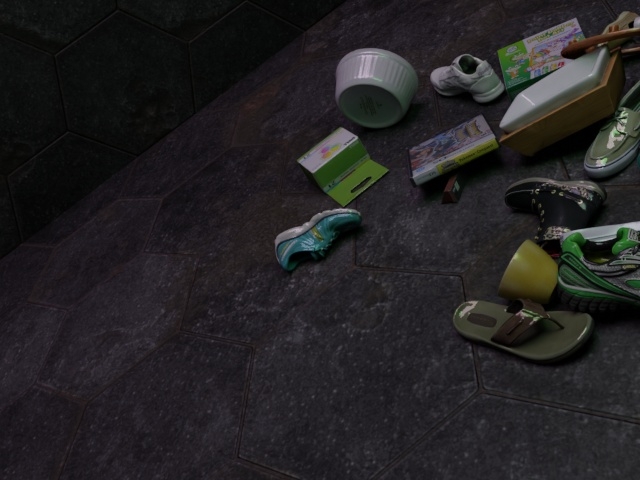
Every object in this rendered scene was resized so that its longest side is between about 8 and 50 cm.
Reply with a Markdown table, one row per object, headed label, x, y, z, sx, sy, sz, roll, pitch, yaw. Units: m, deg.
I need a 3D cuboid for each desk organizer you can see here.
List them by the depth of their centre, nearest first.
| label | x | y | z | sx | sy | sz | roll | pitch | yaw |
| --- | --- | --- | --- | --- | --- | --- | --- | --- | --- |
| desk organizer | 0.354 | -0.159 | 1.826 | 0.050 | 0.047 | 0.130 | -6 | 43 | 39 |

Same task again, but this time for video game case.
| label | x | y | z | sx | sy | sz | roll | pitch | yaw |
| --- | --- | --- | --- | --- | --- | --- | --- | --- | --- |
| video game case | 0.358 | -0.256 | 1.893 | 0.248 | 0.035 | 0.275 | -25 | 20 | 15 |

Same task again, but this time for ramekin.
| label | x | y | z | sx | sy | sz | roll | pitch | yaw |
| --- | --- | --- | --- | --- | --- | --- | --- | --- | --- |
| ramekin | 0.173 | -0.476 | 2.196 | 0.273 | 0.273 | 0.127 | -7 | 55 | 35 |

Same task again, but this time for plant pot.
| label | x | y | z | sx | sy | sz | roll | pitch | yaw |
| --- | --- | --- | --- | --- | --- | --- | --- | --- | --- |
| plant pot | 0.441 | 0.078 | 1.402 | 0.095 | 0.134 | 0.134 | 28 | 65 | 25 |

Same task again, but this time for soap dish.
| label | x | y | z | sx | sy | sz | roll | pitch | yaw |
| --- | --- | --- | --- | --- | --- | --- | --- | --- | --- |
| soap dish | 0.603 | -0.340 | 1.686 | 0.291 | 0.118 | 0.229 | -28 | 17 | 43 |

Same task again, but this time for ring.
| label | x | y | z | sx | sy | sz | roll | pitch | yaw |
| --- | --- | --- | --- | --- | --- | --- | --- | --- | --- |
| ring | 0.779 | -0.505 | 1.712 | 0.337 | 0.032 | 0.336 | -6 | 3 | 0 |

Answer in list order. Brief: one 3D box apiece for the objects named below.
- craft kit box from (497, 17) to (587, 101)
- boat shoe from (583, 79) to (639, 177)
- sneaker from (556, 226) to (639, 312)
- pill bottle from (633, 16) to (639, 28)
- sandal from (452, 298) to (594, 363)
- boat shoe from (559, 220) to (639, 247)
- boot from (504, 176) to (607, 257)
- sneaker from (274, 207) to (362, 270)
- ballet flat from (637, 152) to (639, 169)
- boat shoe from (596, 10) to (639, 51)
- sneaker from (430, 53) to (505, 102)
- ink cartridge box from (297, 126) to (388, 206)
| label | x | y | z | sx | sy | sz | roll | pitch | yaw |
| --- | --- | --- | --- | --- | --- | --- | --- | --- | --- |
| craft kit box | 0.664 | -0.538 | 2.024 | 0.250 | 0.061 | 0.246 | -20 | 34 | 21 |
| boat shoe | 0.713 | -0.272 | 1.611 | 0.302 | 0.094 | 0.109 | -48 | 36 | -19 |
| sneaker | 0.597 | 0.055 | 1.227 | 0.344 | 0.146 | 0.134 | 1 | 30 | 31 |
| pill bottle | 0.920 | -0.590 | 1.851 | 0.120 | 0.067 | 0.067 | 6 | 51 | 45 |
| sandal | 0.386 | 0.165 | 1.358 | 0.303 | 0.086 | 0.120 | 3 | 49 | 43 |
| boat shoe | 0.617 | 0.011 | 1.362 | 0.258 | 0.095 | 0.084 | -9 | 77 | 19 |
| boot | 0.501 | -0.053 | 1.534 | 0.236 | 0.085 | 0.178 | 3 | 51 | 43 |
| sneaker | 0.000 | 0.000 | 1.915 | 0.275 | 0.107 | 0.110 | -28 | 53 | 18 |
| ballet flat | 0.799 | -0.129 | 1.375 | 0.106 | 0.107 | 0.316 | -25 | 36 | -19 |
| boat shoe | 0.844 | -0.581 | 1.913 | 0.072 | 0.068 | 0.190 | 24 | 64 | 40 |
| sneaker | 0.439 | -0.521 | 2.107 | 0.114 | 0.152 | 0.305 | -44 | 33 | -10 |
| ink cartridge box | 0.067 | -0.234 | 2.121 | 0.189 | 0.097 | 0.255 | -38 | 33 | -5 |
